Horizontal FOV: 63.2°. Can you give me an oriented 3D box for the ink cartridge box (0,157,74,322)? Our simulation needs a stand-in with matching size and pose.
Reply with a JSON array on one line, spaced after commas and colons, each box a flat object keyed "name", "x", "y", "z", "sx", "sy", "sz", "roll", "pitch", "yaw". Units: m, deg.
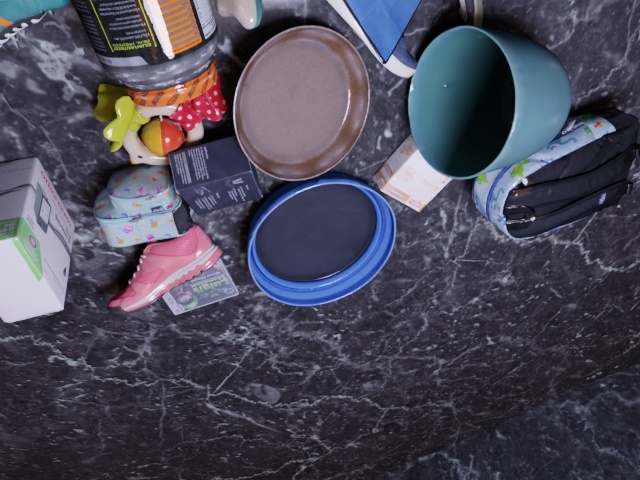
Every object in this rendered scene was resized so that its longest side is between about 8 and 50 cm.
[{"name": "ink cartridge box", "x": -0.595, "y": -0.008, "z": 1.039, "sx": 0.115, "sy": 0.272, "sz": 0.198, "roll": -14, "pitch": 133, "yaw": -8}]

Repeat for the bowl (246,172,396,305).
[{"name": "bowl", "x": 0.000, "y": 0.000, "z": 1.333, "sx": 0.392, "sy": 0.077, "sz": 0.390, "roll": -11, "pitch": 130, "yaw": -13}]

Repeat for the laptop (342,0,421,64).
[{"name": "laptop", "x": 0.126, "y": -0.539, "z": 0.717, "sx": 0.408, "sy": 0.236, "sz": 0.382, "roll": -35, "pitch": 116, "yaw": 8}]

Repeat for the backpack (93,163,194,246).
[{"name": "backpack", "x": -0.386, "y": -0.074, "z": 1.114, "sx": 0.189, "sy": 0.165, "sz": 0.144, "roll": -19, "pitch": 132, "yaw": -3}]

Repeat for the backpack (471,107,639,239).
[{"name": "backpack", "x": 0.558, "y": -0.150, "z": 1.290, "sx": 0.356, "sy": 0.273, "sz": 0.290, "roll": -35, "pitch": 137, "yaw": -14}]

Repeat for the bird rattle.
[{"name": "bird rattle", "x": -0.314, "y": -0.242, "z": 1.048, "sx": 0.254, "sy": 0.143, "sz": 0.206, "roll": -15, "pitch": 146, "yaw": -21}]

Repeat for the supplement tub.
[{"name": "supplement tub", "x": -0.287, "y": -0.399, "z": 0.822, "sx": 0.207, "sy": 0.207, "sz": 0.337, "roll": -14, "pitch": 133, "yaw": -4}]

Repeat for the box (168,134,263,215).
[{"name": "box", "x": -0.219, "y": -0.137, "z": 1.115, "sx": 0.159, "sy": 0.093, "sz": 0.156, "roll": -15, "pitch": 165, "yaw": -2}]

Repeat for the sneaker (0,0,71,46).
[{"name": "sneaker", "x": -0.542, "y": -0.366, "z": 0.853, "sx": 0.303, "sy": 0.108, "sz": 0.121, "roll": -8, "pitch": 134, "yaw": 1}]

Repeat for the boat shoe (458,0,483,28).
[{"name": "boat shoe", "x": 0.299, "y": -0.470, "z": 1.045, "sx": 0.043, "sy": 0.049, "sz": 0.137, "roll": 13, "pitch": 146, "yaw": 30}]

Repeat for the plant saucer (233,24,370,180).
[{"name": "plant saucer", "x": -0.039, "y": -0.276, "z": 1.061, "sx": 0.311, "sy": 0.050, "sz": 0.310, "roll": -17, "pitch": 125, "yaw": -25}]

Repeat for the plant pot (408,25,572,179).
[{"name": "plant pot", "x": 0.367, "y": -0.286, "z": 1.075, "sx": 0.235, "sy": 0.293, "sz": 0.292, "roll": -12, "pitch": 135, "yaw": -28}]

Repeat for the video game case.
[{"name": "video game case", "x": -0.338, "y": 0.116, "z": 1.397, "sx": 0.191, "sy": 0.022, "sz": 0.173, "roll": -18, "pitch": 134, "yaw": 0}]

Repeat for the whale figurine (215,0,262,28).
[{"name": "whale figurine", "x": -0.094, "y": -0.484, "z": 0.824, "sx": 0.141, "sy": 0.216, "sz": 0.271, "roll": -19, "pitch": 133, "yaw": -42}]

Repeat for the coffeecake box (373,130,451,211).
[{"name": "coffeecake box", "x": 0.246, "y": -0.178, "z": 1.272, "sx": 0.143, "sy": 0.068, "sz": 0.185, "roll": 24, "pitch": 120, "yaw": -33}]

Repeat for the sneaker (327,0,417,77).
[{"name": "sneaker", "x": 0.102, "y": -0.448, "z": 0.947, "sx": 0.148, "sy": 0.131, "sz": 0.350, "roll": -41, "pitch": 132, "yaw": 17}]

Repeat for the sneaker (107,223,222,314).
[{"name": "sneaker", "x": -0.402, "y": 0.063, "z": 1.282, "sx": 0.314, "sy": 0.116, "sz": 0.136, "roll": -31, "pitch": 102, "yaw": 2}]
